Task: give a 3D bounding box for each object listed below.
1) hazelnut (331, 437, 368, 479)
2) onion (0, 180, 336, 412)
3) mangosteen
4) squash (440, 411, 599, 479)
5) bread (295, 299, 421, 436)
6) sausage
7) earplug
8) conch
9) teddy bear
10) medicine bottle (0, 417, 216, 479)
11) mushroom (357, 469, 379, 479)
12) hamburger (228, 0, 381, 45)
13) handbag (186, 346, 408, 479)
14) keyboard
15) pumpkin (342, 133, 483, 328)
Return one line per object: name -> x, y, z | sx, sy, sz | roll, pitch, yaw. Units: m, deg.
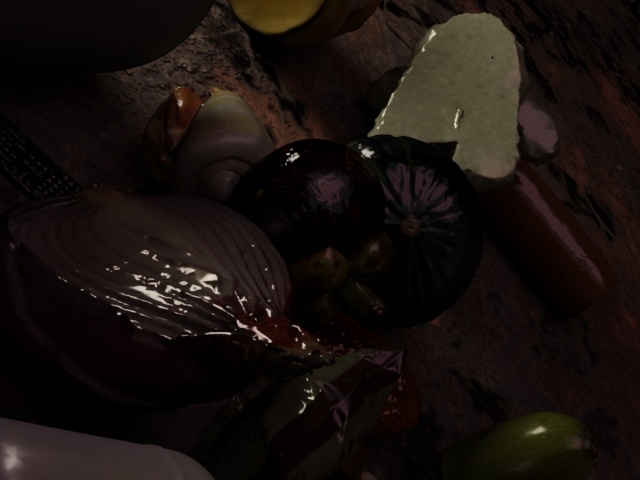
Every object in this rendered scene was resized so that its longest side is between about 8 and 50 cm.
hazelnut -> 0.013, 0.228, 1.031 | 0.086, 0.086, 0.086 | 30, 38, -27
onion -> -0.135, 0.083, 0.852 | 0.267, 0.159, 0.349 | -6, 30, -38
mangosteen -> 0.000, 0.000, 1.049 | 0.217, 0.192, 0.192 | 48, 32, 12
squash -> 0.249, 0.269, 1.168 | 0.123, 0.187, 0.123 | 27, 46, -32
bread -> 0.009, 0.123, 1.114 | 0.269, 0.095, 0.139 | 48, 25, 5
sausage -> 0.372, -0.014, 1.646 | 0.304, 0.121, 0.121 | 52, 33, 3
earplug -> -0.291, -0.336, 1.038 | 0.394, 0.313, 0.312 | -4, 60, -54
conch -> -0.131, -0.105, 1.178 | 0.158, 0.127, 0.255 | -4, 26, -3
teddy bear -> 0.225, -0.178, 1.590 | 0.327, 0.362, 0.375 | 16, 65, 8
medicine bottle -> -0.235, 0.230, 0.578 | 0.325, 0.256, 0.256 | 16, 45, -26
mushroom -> 0.059, 0.298, 1.062 | 0.049, 0.019, 0.101 | 25, 38, -34
hamburger -> -0.005, -0.447, 1.524 | 0.237, 0.276, 0.276 | -11, 66, -51
handbag -> -0.046, 0.190, 0.851 | 0.127, 0.235, 0.213 | 50, 34, 1
keyboard -> -0.338, -0.109, 1.014 | 0.204, 0.013, 0.061 | 44, 34, -8
pumpkin -> 0.088, -0.009, 1.256 | 0.250, 0.216, 0.249 | 5, 69, -14
